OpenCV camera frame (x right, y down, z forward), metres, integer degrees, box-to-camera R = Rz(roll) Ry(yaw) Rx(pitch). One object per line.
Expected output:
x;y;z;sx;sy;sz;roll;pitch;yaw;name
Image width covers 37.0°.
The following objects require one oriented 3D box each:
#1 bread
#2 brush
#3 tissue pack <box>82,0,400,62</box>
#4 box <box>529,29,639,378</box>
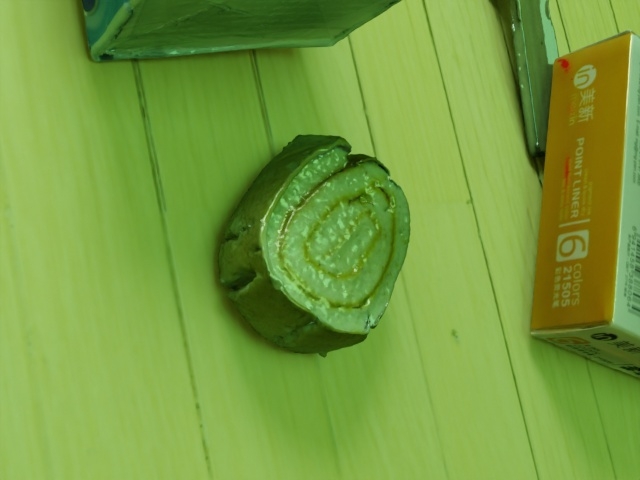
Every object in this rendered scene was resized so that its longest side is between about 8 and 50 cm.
0.000;0.000;0.645;0.117;0.064;0.156;50;50;-21;bread
0.182;-0.216;0.881;0.054;0.048;0.282;-8;88;-38;brush
-0.065;-0.264;0.612;0.198;0.146;0.263;-10;85;-31;tissue pack
0.298;-0.019;0.858;0.220;0.091;0.274;25;67;-34;box
